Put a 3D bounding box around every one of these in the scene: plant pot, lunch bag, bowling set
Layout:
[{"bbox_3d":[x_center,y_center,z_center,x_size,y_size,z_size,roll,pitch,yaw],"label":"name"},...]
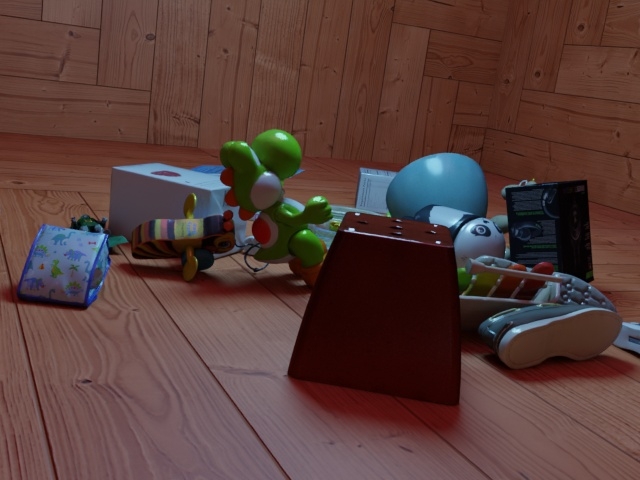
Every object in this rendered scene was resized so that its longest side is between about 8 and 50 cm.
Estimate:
[{"bbox_3d":[0.343,-0.071,2.088,0.290,0.290,0.195,4,46,-15],"label":"plant pot"},{"bbox_3d":[-0.465,0.056,1.361,0.129,0.096,0.151,7,42,-2],"label":"lunch bag"},{"bbox_3d":[0.108,0.090,1.236,0.267,0.235,0.267,9,13,5],"label":"plant pot"},{"bbox_3d":[0.556,-0.008,2.021,0.200,0.287,0.154,32,-15,-20],"label":"bowling set"}]

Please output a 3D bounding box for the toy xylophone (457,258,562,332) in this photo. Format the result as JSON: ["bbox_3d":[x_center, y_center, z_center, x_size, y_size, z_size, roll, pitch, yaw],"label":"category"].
[{"bbox_3d":[0.324,0.099,1.431,0.323,0.236,0.081,10,50,-18],"label":"toy xylophone"}]

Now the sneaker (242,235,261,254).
[{"bbox_3d":[-0.108,0.014,1.831,0.158,0.061,0.065,11,7,12],"label":"sneaker"}]

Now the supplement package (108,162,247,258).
[{"bbox_3d":[-0.344,-0.076,1.812,0.293,0.175,0.177,13,15,24],"label":"supplement package"}]

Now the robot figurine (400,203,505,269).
[{"bbox_3d":[0.326,0.004,1.864,0.278,0.209,0.173,21,-22,44],"label":"robot figurine"}]

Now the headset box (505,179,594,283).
[{"bbox_3d":[0.567,-0.001,1.836,0.131,0.283,0.246,-2,4,36],"label":"headset box"}]

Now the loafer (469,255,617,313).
[{"bbox_3d":[0.472,0.118,1.607,0.319,0.112,0.111,23,-13,12],"label":"loafer"}]

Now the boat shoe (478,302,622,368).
[{"bbox_3d":[0.432,0.165,1.385,0.305,0.109,0.091,-4,22,-29],"label":"boat shoe"}]

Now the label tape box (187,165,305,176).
[{"bbox_3d":[-0.240,-0.168,2.331,0.348,0.115,0.249,3,12,8],"label":"label tape box"}]

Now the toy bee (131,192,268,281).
[{"bbox_3d":[-0.248,-0.020,1.596,0.298,0.162,0.195,-17,67,-28],"label":"toy bee"}]

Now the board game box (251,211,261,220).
[{"bbox_3d":[-0.161,-0.082,2.278,0.103,0.026,0.154,9,13,3],"label":"board game box"}]

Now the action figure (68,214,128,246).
[{"bbox_3d":[-0.540,-0.025,1.745,0.137,0.063,0.232,-2,12,-25],"label":"action figure"}]

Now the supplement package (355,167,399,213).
[{"bbox_3d":[0.252,-0.171,2.657,0.244,0.139,0.134,8,14,-1],"label":"supplement package"}]

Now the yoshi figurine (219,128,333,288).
[{"bbox_3d":[-0.064,-0.089,1.597,0.204,0.362,0.203,-18,32,26],"label":"yoshi figurine"}]

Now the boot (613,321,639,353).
[{"bbox_3d":[0.661,0.199,1.460,0.086,0.069,0.190,0,13,-21],"label":"boot"}]

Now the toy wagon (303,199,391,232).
[{"bbox_3d":[0.075,-0.053,2.206,0.267,0.068,0.344,9,14,6],"label":"toy wagon"}]

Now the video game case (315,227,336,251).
[{"bbox_3d":[0.000,0.000,1.902,0.212,0.023,0.193,14,14,32],"label":"video game case"}]
